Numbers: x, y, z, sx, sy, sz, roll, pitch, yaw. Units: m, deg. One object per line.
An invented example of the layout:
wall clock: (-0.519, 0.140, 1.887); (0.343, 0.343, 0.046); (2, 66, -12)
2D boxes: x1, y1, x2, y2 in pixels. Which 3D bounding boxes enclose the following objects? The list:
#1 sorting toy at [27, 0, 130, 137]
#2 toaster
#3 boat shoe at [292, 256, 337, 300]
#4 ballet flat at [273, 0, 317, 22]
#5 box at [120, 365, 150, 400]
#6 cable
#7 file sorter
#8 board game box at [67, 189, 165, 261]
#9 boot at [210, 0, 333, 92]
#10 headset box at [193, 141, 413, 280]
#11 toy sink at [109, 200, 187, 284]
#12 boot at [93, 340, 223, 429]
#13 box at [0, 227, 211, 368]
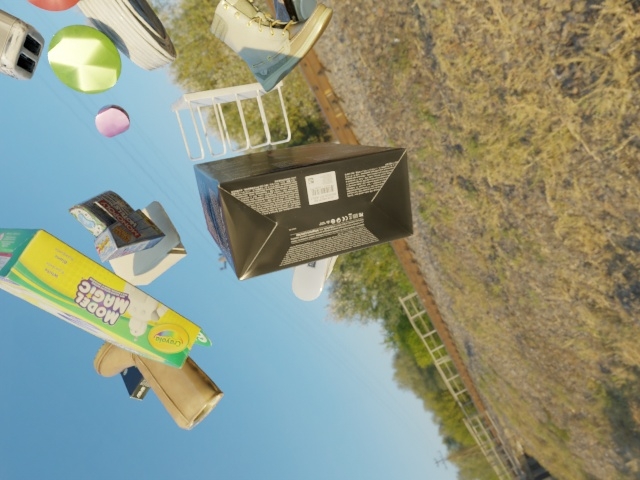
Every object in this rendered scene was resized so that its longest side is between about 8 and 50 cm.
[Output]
sorting toy: (-0.477, -0.396, 0.905); (0.126, 0.127, 0.365); (-122, 17, -54)
toaster: (-0.674, -0.416, 0.921); (0.147, 0.129, 0.227); (20, -178, -20)
boat shoe: (0.000, 0.000, 0.969); (0.095, 0.258, 0.084); (23, -167, 6)
ballet flat: (-0.058, -0.534, 0.859); (0.106, 0.108, 0.316); (50, 171, 36)
box: (-0.517, 0.343, 1.339); (0.045, 0.190, 0.184); (36, 174, -35)
cable: (-0.432, -0.498, 0.997); (0.257, 0.089, 0.257); (55, -171, -25)
file sorter: (-0.253, -0.340, 1.290); (0.193, 0.278, 0.173); (13, 118, 62)
board game box: (-0.512, -0.034, 1.123); (0.194, 0.060, 0.194); (48, -163, -12)
boot: (-0.092, -0.375, 0.780); (0.165, 0.213, 0.077); (44, -126, -17)
headset box: (-0.045, -0.063, 0.615); (0.293, 0.218, 0.110); (-148, 47, -65)
toy sink: (-0.512, 0.010, 1.370); (0.152, 0.234, 0.131); (55, -169, 12)
boot: (-0.362, 0.305, 0.980); (0.269, 0.236, 0.089); (45, -152, 14)
box: (-0.183, 0.055, 0.375); (0.179, 0.105, 0.043); (45, -123, -42)
